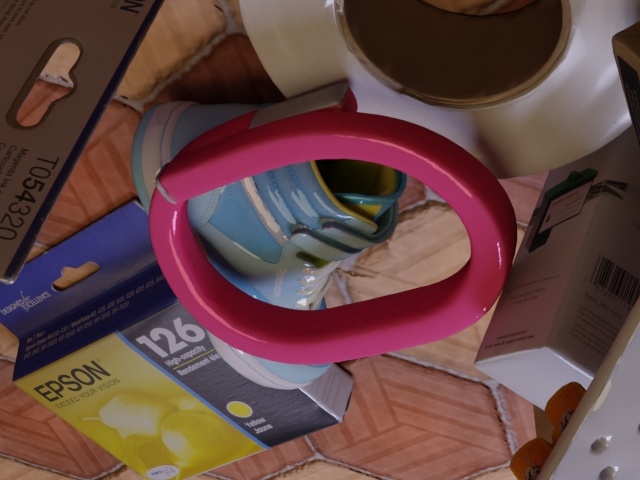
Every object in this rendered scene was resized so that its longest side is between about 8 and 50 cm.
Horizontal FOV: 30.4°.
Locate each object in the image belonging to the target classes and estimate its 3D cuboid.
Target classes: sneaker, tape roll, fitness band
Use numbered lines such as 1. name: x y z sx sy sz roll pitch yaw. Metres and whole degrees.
1. sneaker: -0.005 0.013 0.989 0.208 0.127 0.319 -5 135 26
2. tape roll: 0.091 -0.173 0.767 0.286 0.100 0.286 10 139 9
3. fitness band: 0.000 0.000 0.855 0.291 0.054 0.209 -15 122 34

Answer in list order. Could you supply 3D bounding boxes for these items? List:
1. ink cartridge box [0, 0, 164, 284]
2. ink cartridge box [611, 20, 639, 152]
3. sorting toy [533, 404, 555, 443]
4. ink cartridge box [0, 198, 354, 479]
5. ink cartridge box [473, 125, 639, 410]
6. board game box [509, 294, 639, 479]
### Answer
1. ink cartridge box: -0.299 -0.119 0.797 0.330 0.324 0.071 18 140 1
2. ink cartridge box: 0.313 -0.088 0.709 0.235 0.088 0.193 -29 130 -2
3. sorting toy: 0.297 0.178 0.971 0.089 0.255 0.257 13 147 -24
4. ink cartridge box: -0.176 0.124 1.218 0.307 0.072 0.304 40 135 -26
5. ink cartridge box: 0.228 0.027 0.842 0.160 0.219 0.093 33 155 -16
6. board game box: 0.345 0.015 0.700 0.390 0.050 0.389 9 117 -28
